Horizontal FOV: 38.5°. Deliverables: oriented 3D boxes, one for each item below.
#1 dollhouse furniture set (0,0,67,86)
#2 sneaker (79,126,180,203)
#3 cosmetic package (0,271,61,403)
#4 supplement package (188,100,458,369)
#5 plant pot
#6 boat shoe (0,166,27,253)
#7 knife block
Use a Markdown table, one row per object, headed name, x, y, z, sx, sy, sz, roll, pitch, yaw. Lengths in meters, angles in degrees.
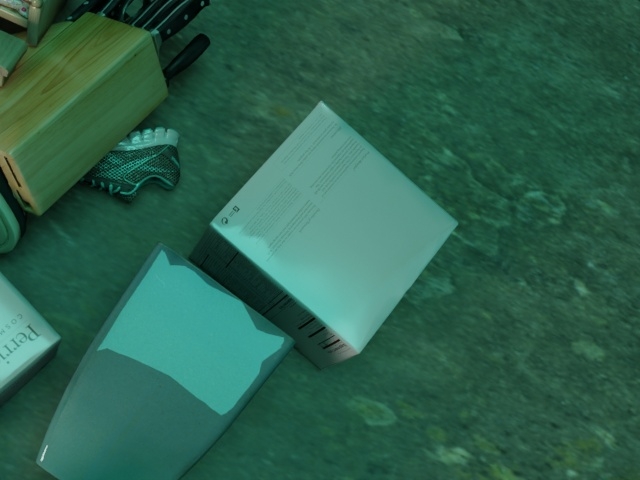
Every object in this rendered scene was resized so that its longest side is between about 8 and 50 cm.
| name | x | y | z | sx | sy | sz | roll | pitch | yaw |
| --- | --- | --- | --- | --- | --- | --- | --- | --- | --- |
| dollhouse furniture set | -0.383 | -0.379 | 0.934 | 0.303 | 0.174 | 0.356 | 22 | 49 | -9 |
| sneaker | -0.232 | -0.076 | 1.022 | 0.166 | 0.065 | 0.076 | -13 | 88 | -15 |
| cosmetic package | -0.455 | 0.035 | 0.869 | 0.385 | 0.156 | 0.217 | 45 | 67 | -2 |
| supplement package | 0.000 | 0.000 | 1.020 | 0.203 | 0.149 | 0.194 | 41 | 68 | -3 |
| plant pot | -0.170 | 0.151 | 0.927 | 0.165 | 0.165 | 0.234 | 37 | 76 | -4 |
| boat shoe | -0.412 | -0.138 | 0.956 | 0.340 | 0.127 | 0.113 | 43 | 43 | -2 |
| knife block | -0.218 | -0.172 | 0.976 | 0.242 | 0.088 | 0.276 | -14 | 47 | -3 |
